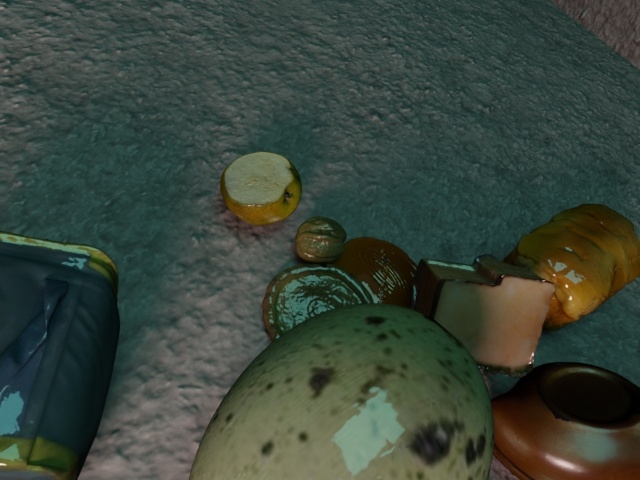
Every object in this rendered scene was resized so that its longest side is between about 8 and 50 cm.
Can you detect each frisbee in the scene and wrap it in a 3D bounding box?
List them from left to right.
[{"bbox_3d":[0.107,0.068,0.872,0.192,0.035,0.192,11,53,-14],"label":"frisbee"}]

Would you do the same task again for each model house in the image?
[{"bbox_3d":[0.249,0.104,0.818,0.182,0.167,0.172,9,15,-4],"label":"model house"}]

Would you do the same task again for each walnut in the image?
[{"bbox_3d":[0.000,0.000,0.851,0.092,0.092,0.092,11,52,-14],"label":"walnut"}]

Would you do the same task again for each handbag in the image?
[{"bbox_3d":[-0.358,0.137,0.511,0.263,0.222,0.241,12,47,-15],"label":"handbag"}]

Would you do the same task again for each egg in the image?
[{"bbox_3d":[0.028,0.232,0.549,0.287,0.288,0.379,42,49,11],"label":"egg"}]

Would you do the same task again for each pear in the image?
[{"bbox_3d":[-0.100,-0.080,0.856,0.141,0.104,0.141,-4,53,5],"label":"pear"}]

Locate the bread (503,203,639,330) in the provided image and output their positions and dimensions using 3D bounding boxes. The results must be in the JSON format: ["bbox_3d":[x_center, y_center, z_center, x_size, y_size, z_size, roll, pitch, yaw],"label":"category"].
[{"bbox_3d":[0.519,0.036,0.989,0.344,0.149,0.195,-23,67,-34],"label":"bread"}]

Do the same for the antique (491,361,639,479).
[{"bbox_3d":[0.390,0.277,0.738,0.278,0.129,0.223,0,25,-4],"label":"antique"}]

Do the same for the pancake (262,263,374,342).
[{"bbox_3d":[0.004,0.119,0.786,0.199,0.021,0.199,6,59,-11],"label":"pancake"}]
